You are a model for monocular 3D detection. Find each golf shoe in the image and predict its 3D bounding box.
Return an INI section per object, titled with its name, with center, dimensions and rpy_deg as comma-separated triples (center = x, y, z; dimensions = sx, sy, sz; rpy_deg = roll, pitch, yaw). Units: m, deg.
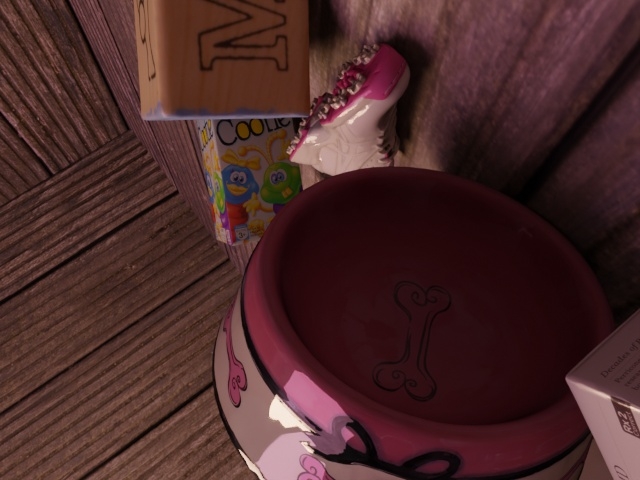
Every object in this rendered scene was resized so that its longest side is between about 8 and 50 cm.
[golf shoe]
center = 0.060, -0.150, 0.803
dimensions = 0.140, 0.115, 0.306
rpy_deg = 31, 166, -11

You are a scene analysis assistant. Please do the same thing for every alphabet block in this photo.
[alphabet block]
center = -0.134, -0.258, 0.814
dimensions = 0.192, 0.193, 0.197
rpy_deg = -158, 64, -63

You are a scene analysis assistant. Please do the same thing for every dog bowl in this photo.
[dog bowl]
center = 0.098, 0.083, 0.630
dimensions = 0.408, 0.408, 0.150
rpy_deg = 46, 144, 31

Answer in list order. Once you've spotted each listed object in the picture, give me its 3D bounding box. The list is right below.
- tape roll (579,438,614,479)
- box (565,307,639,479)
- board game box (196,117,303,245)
[tape roll]
center = 0.381, 0.424, 0.898
dimensions = 0.246, 0.169, 0.246
rpy_deg = 49, 165, 18
[box]
center = 0.302, 0.124, 0.430
dimensions = 0.181, 0.182, 0.119
rpy_deg = 59, 165, -17
[board game box]
center = -0.126, -0.143, 1.102
dimensions = 0.142, 0.144, 0.275
rpy_deg = -167, 67, -69
